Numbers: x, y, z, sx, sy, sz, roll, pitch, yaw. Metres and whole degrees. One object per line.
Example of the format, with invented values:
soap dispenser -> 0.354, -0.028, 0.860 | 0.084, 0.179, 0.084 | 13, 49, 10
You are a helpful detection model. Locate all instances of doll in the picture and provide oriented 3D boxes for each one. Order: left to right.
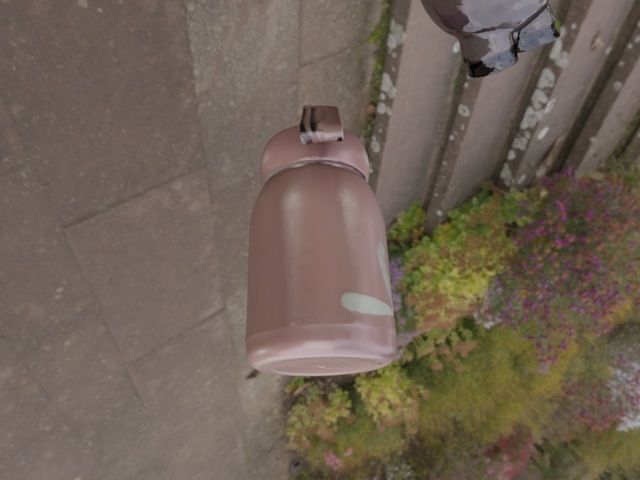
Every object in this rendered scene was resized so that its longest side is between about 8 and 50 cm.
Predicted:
doll -> 0.131, -0.278, 0.476 | 0.182, 0.117, 0.257 | -33, 120, -18

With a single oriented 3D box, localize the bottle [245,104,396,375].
bottle -> 0.000, 0.000, 0.659 | 0.173, 0.297, 0.206 | 1, 158, -3
